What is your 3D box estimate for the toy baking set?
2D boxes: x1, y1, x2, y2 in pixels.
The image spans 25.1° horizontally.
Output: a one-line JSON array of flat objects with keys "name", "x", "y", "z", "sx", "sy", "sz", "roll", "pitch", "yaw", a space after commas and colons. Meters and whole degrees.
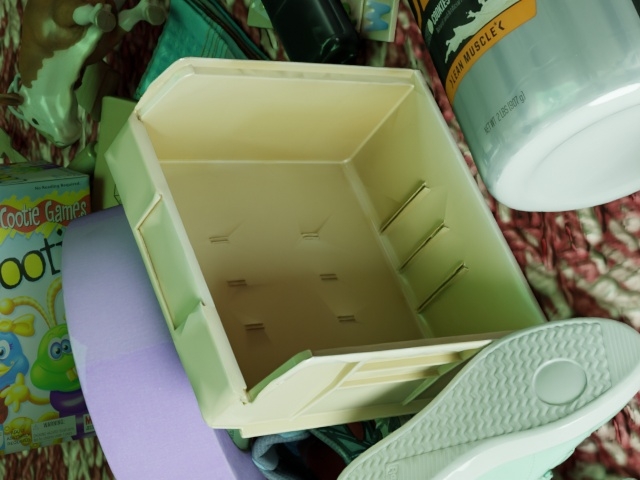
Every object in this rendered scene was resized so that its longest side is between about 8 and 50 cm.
[{"name": "toy baking set", "x": -0.294, "y": -0.136, "z": 1.615, "sx": 0.256, "sy": 0.030, "sz": 0.197, "roll": -43, "pitch": 56, "yaw": 38}]

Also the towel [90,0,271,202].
[{"name": "towel", "x": -0.138, "y": -0.034, "z": 1.429, "sx": 0.271, "sy": 0.040, "sz": 0.370, "roll": 49, "pitch": 124, "yaw": 38}]

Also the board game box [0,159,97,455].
[{"name": "board game box", "x": -0.320, "y": 0.066, "z": 1.502, "sx": 0.144, "sy": 0.142, "sz": 0.275, "roll": 19, "pitch": 114, "yaw": 59}]

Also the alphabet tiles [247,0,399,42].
[{"name": "alphabet tiles", "x": 0.011, "y": -0.303, "z": 1.290, "sx": 0.198, "sy": 0.009, "sz": 0.237, "roll": 15, "pitch": 101, "yaw": 47}]

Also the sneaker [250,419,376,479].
[{"name": "sneaker", "x": -0.010, "y": 0.147, "z": 1.218, "sx": 0.262, "sy": 0.125, "sz": 0.104, "roll": 52, "pitch": 125, "yaw": 35}]

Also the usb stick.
[{"name": "usb stick", "x": -0.038, "y": -0.259, "z": 1.305, "sx": 0.077, "sy": 0.045, "sz": 0.278, "roll": -51, "pitch": 54, "yaw": 43}]

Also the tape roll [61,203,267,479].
[{"name": "tape roll", "x": -0.127, "y": 0.100, "z": 1.217, "sx": 0.090, "sy": 0.275, "sz": 0.275, "roll": -16, "pitch": 74, "yaw": 6}]

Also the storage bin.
[{"name": "storage bin", "x": 0.000, "y": 0.000, "z": 1.114, "sx": 0.123, "sy": 0.260, "sz": 0.262, "roll": -47, "pitch": 57, "yaw": 41}]

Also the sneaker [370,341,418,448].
[{"name": "sneaker", "x": 0.070, "y": 0.141, "z": 1.186, "sx": 0.052, "sy": 0.058, "sz": 0.135, "roll": -40, "pitch": 38, "yaw": 38}]

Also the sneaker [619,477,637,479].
[{"name": "sneaker", "x": 0.164, "y": 0.242, "z": 1.056, "sx": 0.071, "sy": 0.083, "sz": 0.191, "roll": 56, "pitch": 129, "yaw": 30}]

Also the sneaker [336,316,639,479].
[{"name": "sneaker", "x": 0.144, "y": 0.163, "z": 1.081, "sx": 0.256, "sy": 0.151, "sz": 0.094, "roll": -33, "pitch": 48, "yaw": 5}]

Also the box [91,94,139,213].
[{"name": "box", "x": -0.162, "y": -0.050, "z": 1.414, "sx": 0.201, "sy": 0.021, "sz": 0.165, "roll": 18, "pitch": 104, "yaw": 48}]

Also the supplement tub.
[{"name": "supplement tub", "x": 0.152, "y": -0.195, "z": 0.995, "sx": 0.193, "sy": 0.193, "sz": 0.316, "roll": -40, "pitch": 61, "yaw": 40}]

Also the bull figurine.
[{"name": "bull figurine", "x": -0.230, "y": -0.254, "z": 1.454, "sx": 0.188, "sy": 0.101, "sz": 0.310, "roll": -5, "pitch": 72, "yaw": 47}]
